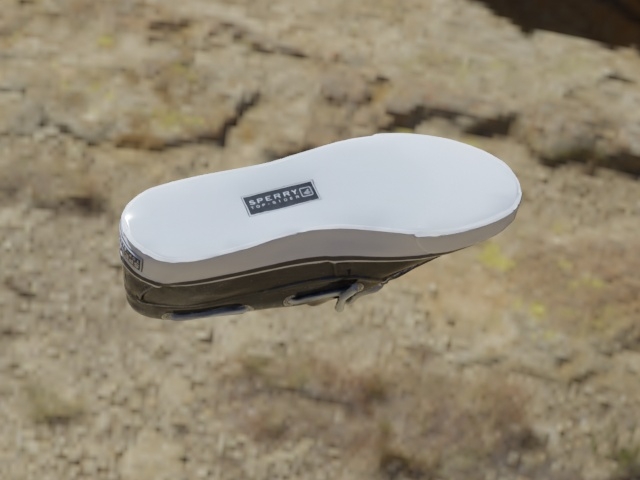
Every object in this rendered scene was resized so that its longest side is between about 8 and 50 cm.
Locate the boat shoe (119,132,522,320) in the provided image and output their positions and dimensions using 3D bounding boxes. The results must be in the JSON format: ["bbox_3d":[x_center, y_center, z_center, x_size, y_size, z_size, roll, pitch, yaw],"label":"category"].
[{"bbox_3d":[0.001,0.003,1.342,0.306,0.105,0.113,-14,51,-16],"label":"boat shoe"}]
